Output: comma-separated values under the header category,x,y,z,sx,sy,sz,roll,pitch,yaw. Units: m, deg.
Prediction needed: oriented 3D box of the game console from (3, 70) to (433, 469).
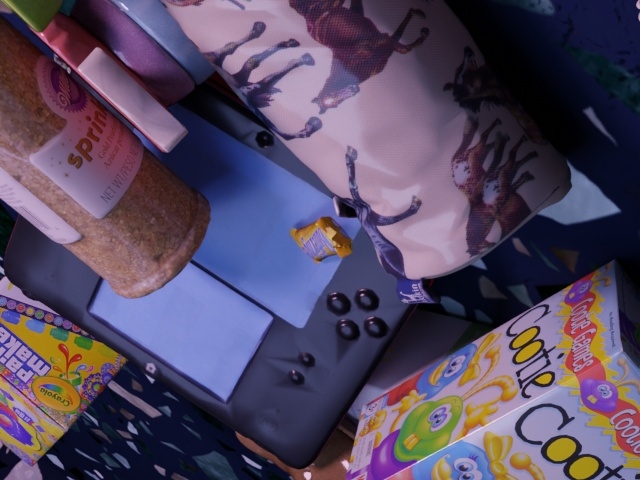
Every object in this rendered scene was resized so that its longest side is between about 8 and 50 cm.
category,x,y,z,sx,sy,sz,roll,pitch,yaw
game console,-0.107,0.015,1.168,0.386,0.060,0.342,33,120,5

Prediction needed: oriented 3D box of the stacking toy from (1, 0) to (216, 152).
category,x,y,z,sx,sy,sz,roll,pitch,yaw
stacking toy,-0.180,-0.211,0.914,0.309,0.130,0.279,43,177,-23

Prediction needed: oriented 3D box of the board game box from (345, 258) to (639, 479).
category,x,y,z,sx,sy,sz,roll,pitch,yaw
board game box,0.173,0.165,1.020,0.275,0.144,0.142,-34,108,25

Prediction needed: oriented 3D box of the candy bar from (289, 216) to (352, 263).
category,x,y,z,sx,sy,sz,roll,pitch,yaw
candy bar,0.000,0.000,1.018,0.040,0.018,0.161,51,171,-4

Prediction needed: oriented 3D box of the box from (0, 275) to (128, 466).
category,x,y,z,sx,sy,sz,roll,pitch,yaw
box,-0.320,0.107,1.533,0.177,0.279,0.290,42,153,-4

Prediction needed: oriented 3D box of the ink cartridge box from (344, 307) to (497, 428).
category,x,y,z,sx,sy,sz,roll,pitch,yaw
ink cartridge box,0.078,0.170,1.309,0.353,0.119,0.207,13,141,40

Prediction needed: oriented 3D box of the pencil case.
category,x,y,z,sx,sy,sz,roll,pitch,yaw
pencil case,-0.004,-0.146,0.889,0.183,0.160,0.410,-30,111,36

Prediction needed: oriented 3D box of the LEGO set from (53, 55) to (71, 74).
category,x,y,z,sx,sy,sz,roll,pitch,yaw
LEGO set,-0.273,-0.183,1.327,0.083,0.023,0.054,27,155,-5

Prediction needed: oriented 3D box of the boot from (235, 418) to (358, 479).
category,x,y,z,sx,sy,sz,roll,pitch,yaw
boot,0.012,0.256,1.264,0.305,0.115,0.112,21,148,33

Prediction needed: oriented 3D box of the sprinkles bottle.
category,x,y,z,sx,sy,sz,roll,pitch,yaw
sprinkles bottle,-0.247,-0.096,0.997,0.121,0.121,0.355,2,146,50

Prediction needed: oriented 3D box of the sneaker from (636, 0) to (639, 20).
category,x,y,z,sx,sy,sz,roll,pitch,yaw
sneaker,0.216,-0.163,0.711,0.086,0.064,0.192,41,153,14
